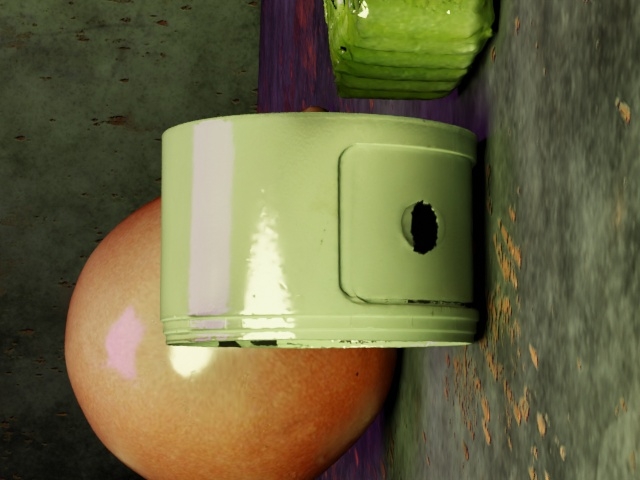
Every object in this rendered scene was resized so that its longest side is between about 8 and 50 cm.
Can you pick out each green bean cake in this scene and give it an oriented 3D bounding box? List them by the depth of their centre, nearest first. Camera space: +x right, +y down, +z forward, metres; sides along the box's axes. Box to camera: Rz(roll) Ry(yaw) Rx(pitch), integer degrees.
[{"bbox_3d":[0.058,-0.211,1.209,0.214,0.113,0.200,132,135,-82],"label":"green bean cake"}]

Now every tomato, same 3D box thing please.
[{"bbox_3d":[-0.082,0.090,1.561,0.321,0.322,0.321,-179,90,-84],"label":"tomato"}]

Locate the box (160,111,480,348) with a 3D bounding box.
[{"bbox_3d":[0.000,0.000,1.190,0.226,0.226,0.149,139,131,-82],"label":"box"}]

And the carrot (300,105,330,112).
[{"bbox_3d":[-0.003,-0.051,2.108,0.059,0.059,0.247,118,150,-78],"label":"carrot"}]
